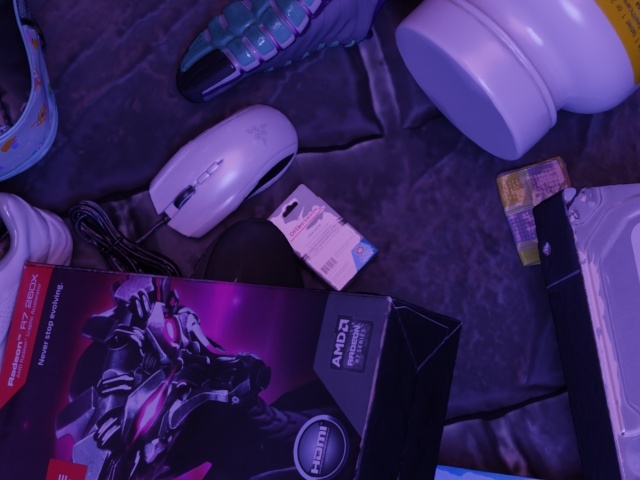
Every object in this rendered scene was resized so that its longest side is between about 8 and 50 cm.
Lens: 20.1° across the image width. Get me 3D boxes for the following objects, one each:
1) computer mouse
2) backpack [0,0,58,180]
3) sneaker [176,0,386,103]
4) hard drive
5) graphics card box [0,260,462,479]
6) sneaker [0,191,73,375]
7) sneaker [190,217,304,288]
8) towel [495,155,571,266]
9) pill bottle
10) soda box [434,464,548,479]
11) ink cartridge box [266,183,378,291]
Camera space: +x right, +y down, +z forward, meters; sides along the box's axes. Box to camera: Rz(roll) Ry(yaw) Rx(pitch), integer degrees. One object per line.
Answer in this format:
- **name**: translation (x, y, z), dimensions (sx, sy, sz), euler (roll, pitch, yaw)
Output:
- **computer mouse**: translation (-0.101, -0.044, 1.464), dimensions (0.193, 0.042, 0.106), euler (-42, 80, -9)
- **backpack**: translation (-0.294, -0.127, 1.428), dimensions (0.165, 0.144, 0.188), euler (-18, 64, -4)
- **sneaker**: translation (-0.011, -0.170, 1.480), dimensions (0.223, 0.098, 0.083), euler (-38, 37, 11)
- **hard drive**: translation (0.305, 0.119, 1.380), dimensions (0.236, 0.064, 0.339), euler (-3, 77, -22)
- **graphics card box**: translation (-0.088, 0.144, 1.283), dimensions (0.371, 0.094, 0.233), euler (5, 79, 39)
- **sneaker**: translation (-0.278, 0.065, 1.393), dimensions (0.090, 0.115, 0.232), euler (9, 72, 24)
- **sneaker**: translation (-0.032, 0.122, 1.371), dimensions (0.109, 0.130, 0.286), euler (2, 79, -32)
- **towel**: translation (0.181, -0.024, 1.477), dimensions (0.060, 0.009, 0.083), euler (-13, 77, -4)
- **pill bottle**: translation (0.225, -0.224, 1.433), dimensions (0.334, 0.188, 0.188), euler (-42, 81, -10)
- **soda box**: translation (0.129, 0.216, 1.392), dimensions (0.210, 0.067, 0.071), euler (8, 77, 1)
- **ink cartridge box**: translation (0.000, 0.000, 1.461), dimensions (0.083, 0.028, 0.048), euler (43, 80, 8)
